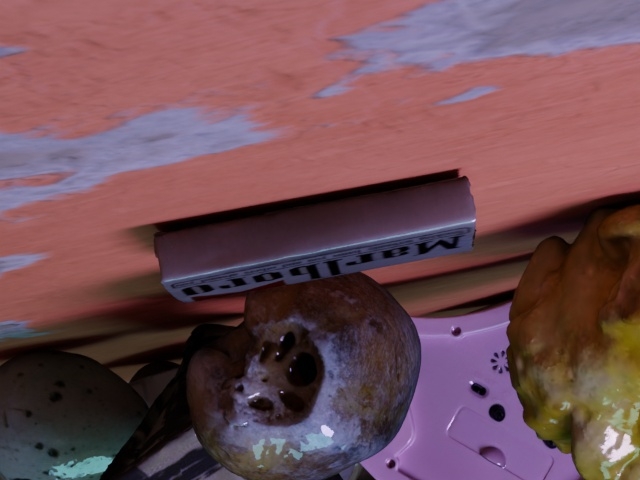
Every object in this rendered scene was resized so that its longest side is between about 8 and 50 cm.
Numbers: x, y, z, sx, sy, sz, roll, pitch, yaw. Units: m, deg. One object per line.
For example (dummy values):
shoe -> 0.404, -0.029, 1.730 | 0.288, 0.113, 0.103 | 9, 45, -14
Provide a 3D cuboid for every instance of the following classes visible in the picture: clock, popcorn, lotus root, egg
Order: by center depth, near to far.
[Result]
popcorn -> 0.271, 0.068, 1.213 | 0.286, 0.215, 0.252 | -13, 140, 15
lotus root -> 0.002, 0.095, 1.229 | 0.158, 0.140, 0.322 | -53, 172, 6
clock -> 0.142, 0.103, 1.462 | 0.290, 0.275, 0.080 | 26, -178, 11
egg -> -0.227, 0.165, 1.515 | 0.164, 0.131, 0.131 | 11, 179, 18

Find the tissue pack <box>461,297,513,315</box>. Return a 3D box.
tissue pack -> 0.321, 0.132, 1.789 | 0.266, 0.194, 0.356 | -3, 170, -34

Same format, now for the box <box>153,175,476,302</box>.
box -> 0.000, 0.000, 0.982 | 0.177, 0.036, 0.115 | -10, 173, 1

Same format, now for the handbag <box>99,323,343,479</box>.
handbag -> -0.026, 0.246, 1.421 | 0.162, 0.325, 0.327 | -35, -170, 11

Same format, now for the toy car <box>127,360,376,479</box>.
toy car -> -0.049, 0.220, 1.849 | 0.336, 0.226, 0.242 | -6, 172, -39
